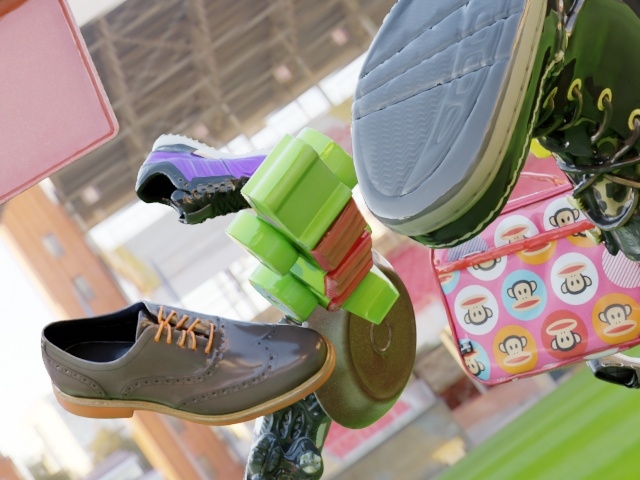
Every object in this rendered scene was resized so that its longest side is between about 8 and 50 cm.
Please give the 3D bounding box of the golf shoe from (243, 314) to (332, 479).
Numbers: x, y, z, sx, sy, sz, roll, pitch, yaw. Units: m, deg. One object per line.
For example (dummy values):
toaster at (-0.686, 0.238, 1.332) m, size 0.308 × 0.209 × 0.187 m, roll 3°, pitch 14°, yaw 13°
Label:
golf shoe at (-0.032, 0.187, 1.604) m, size 0.120 × 0.105 × 0.272 m, roll 125°, pitch 163°, yaw -67°

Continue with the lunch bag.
lunch bag at (0.294, 0.034, 1.879) m, size 0.293 × 0.258 × 0.120 m, roll -20°, pitch -7°, yaw 30°

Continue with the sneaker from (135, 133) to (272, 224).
sneaker at (-0.157, -0.073, 2.282) m, size 0.146 × 0.293 × 0.102 m, roll -58°, pitch -31°, yaw -44°

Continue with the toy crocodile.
toy crocodile at (0.000, 0.000, 1.274) m, size 0.115 × 0.105 × 0.340 m, roll -51°, pitch -18°, yaw -12°

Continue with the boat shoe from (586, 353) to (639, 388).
boat shoe at (0.434, 0.188, 2.046) m, size 0.040 × 0.142 × 0.049 m, roll -95°, pitch 28°, yaw -48°

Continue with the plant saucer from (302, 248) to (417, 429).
plant saucer at (0.051, 0.099, 1.536) m, size 0.036 × 0.198 × 0.199 m, roll -4°, pitch 12°, yaw 35°

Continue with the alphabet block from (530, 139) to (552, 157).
alphabet block at (0.310, -0.247, 1.759) m, size 0.193 × 0.192 × 0.197 m, roll -31°, pitch 14°, yaw 38°

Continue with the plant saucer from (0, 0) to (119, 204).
plant saucer at (-0.384, -0.177, 1.800) m, size 0.258 × 0.259 × 0.048 m, roll -28°, pitch -16°, yaw 15°

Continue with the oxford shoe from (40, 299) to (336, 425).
oxford shoe at (-0.124, 0.106, 1.330) m, size 0.271 × 0.096 × 0.098 m, roll -6°, pitch -42°, yaw 7°

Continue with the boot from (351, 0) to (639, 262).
boot at (0.167, -0.085, 1.007) m, size 0.138 × 0.284 × 0.377 m, roll -26°, pitch 35°, yaw 32°
